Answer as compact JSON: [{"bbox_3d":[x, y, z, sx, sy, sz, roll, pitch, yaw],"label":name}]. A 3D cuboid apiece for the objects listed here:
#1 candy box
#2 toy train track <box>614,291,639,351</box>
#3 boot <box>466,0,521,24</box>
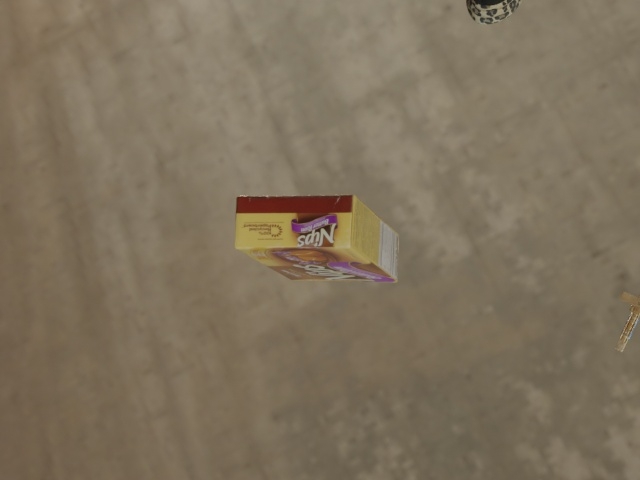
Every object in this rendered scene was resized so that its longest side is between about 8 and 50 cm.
[{"bbox_3d":[0.000,0.000,1.497,0.187,0.109,0.053,39,52,-71],"label":"candy box"},{"bbox_3d":[0.362,0.089,1.875,0.048,0.083,0.014,28,11,25],"label":"toy train track"},{"bbox_3d":[0.214,-0.375,1.824,0.085,0.236,0.178,18,-22,15],"label":"boot"}]
